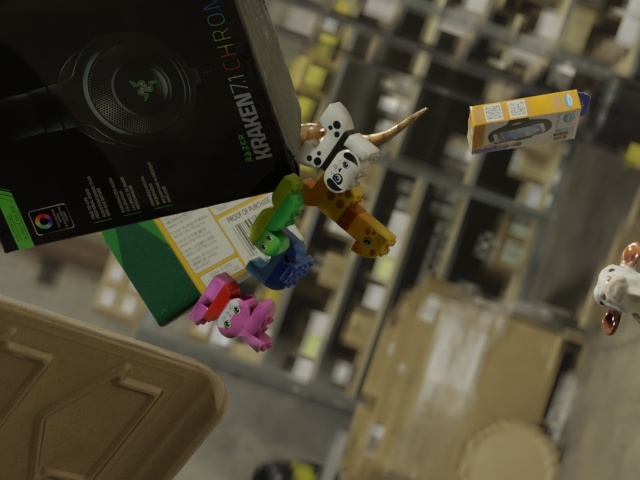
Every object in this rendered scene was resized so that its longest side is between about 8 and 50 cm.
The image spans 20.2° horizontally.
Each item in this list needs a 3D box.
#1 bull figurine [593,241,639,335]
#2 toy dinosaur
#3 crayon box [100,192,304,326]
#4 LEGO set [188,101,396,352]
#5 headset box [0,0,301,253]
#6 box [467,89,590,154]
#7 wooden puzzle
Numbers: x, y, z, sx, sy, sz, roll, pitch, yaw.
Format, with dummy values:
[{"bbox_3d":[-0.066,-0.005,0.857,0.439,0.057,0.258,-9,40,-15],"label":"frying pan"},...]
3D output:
[{"bbox_3d":[0.420,0.125,1.922,0.101,0.310,0.188,-51,34,-10],"label":"bull figurine"},{"bbox_3d":[0.016,-0.113,2.157,0.064,0.212,0.112,-5,-79,-67],"label":"toy dinosaur"},{"bbox_3d":[-0.179,-0.088,1.944,0.083,0.323,0.203,-33,-2,36],"label":"crayon box"},{"bbox_3d":[0.000,0.000,1.478,0.227,0.093,0.087,-56,-15,24],"label":"LEGO set"},{"bbox_3d":[-0.183,-0.145,1.480,0.131,0.283,0.246,-89,-16,-55],"label":"headset box"},{"bbox_3d":[0.233,-0.132,1.991,0.081,0.136,0.028,82,180,-69],"label":"box"},{"bbox_3d":[-0.295,0.175,1.476,0.322,0.348,0.080,-51,44,14],"label":"wooden puzzle"}]
